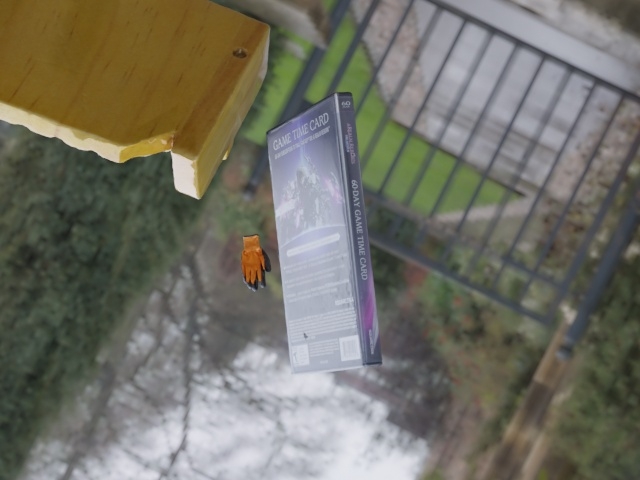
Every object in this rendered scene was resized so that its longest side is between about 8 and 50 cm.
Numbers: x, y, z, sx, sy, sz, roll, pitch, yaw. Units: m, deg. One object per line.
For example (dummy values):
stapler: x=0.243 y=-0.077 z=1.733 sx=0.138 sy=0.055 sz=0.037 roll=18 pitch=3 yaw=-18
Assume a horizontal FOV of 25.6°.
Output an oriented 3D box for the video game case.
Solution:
video game case: x=0.000 y=0.000 z=1.474 sx=0.026 sy=0.274 sz=0.196 roll=-3 pitch=174 yaw=-23

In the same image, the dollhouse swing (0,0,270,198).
dollhouse swing: x=-0.266 y=-0.140 z=1.561 sx=0.346 sy=0.315 sz=0.305 roll=21 pitch=139 yaw=3

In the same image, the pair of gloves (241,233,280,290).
pair of gloves: x=-0.059 y=0.026 z=1.775 sx=0.083 sy=0.074 sz=0.010 roll=-3 pitch=165 yaw=1
